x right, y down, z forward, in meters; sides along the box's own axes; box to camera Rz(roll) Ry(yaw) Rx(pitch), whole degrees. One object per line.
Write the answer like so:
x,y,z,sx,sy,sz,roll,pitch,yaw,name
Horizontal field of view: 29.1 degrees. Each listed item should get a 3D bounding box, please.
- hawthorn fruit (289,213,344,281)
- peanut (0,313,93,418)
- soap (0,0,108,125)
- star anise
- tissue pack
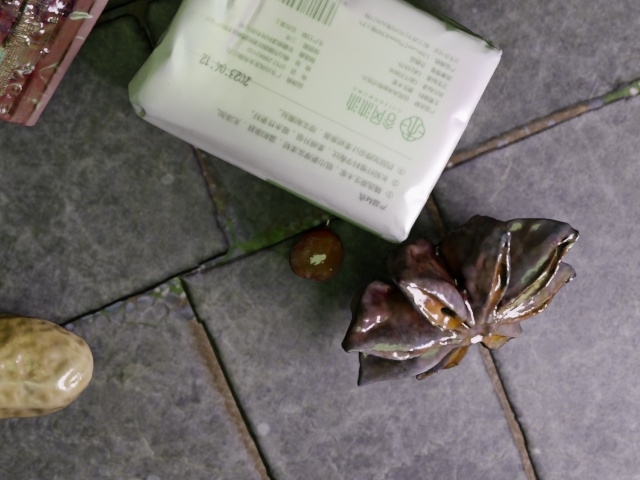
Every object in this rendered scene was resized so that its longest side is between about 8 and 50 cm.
0.000,0.000,1.530,0.066,0.067,0.103,13,85,-10,hawthorn fruit
-0.422,0.166,1.447,0.313,0.149,0.149,-12,102,-25,peanut
-0.347,-0.240,1.334,0.217,0.098,0.273,6,142,-35,soap
0.162,0.067,1.480,0.331,0.332,0.118,-33,61,-1,star anise
-0.011,-0.192,1.423,0.356,0.194,0.266,27,96,-10,tissue pack
